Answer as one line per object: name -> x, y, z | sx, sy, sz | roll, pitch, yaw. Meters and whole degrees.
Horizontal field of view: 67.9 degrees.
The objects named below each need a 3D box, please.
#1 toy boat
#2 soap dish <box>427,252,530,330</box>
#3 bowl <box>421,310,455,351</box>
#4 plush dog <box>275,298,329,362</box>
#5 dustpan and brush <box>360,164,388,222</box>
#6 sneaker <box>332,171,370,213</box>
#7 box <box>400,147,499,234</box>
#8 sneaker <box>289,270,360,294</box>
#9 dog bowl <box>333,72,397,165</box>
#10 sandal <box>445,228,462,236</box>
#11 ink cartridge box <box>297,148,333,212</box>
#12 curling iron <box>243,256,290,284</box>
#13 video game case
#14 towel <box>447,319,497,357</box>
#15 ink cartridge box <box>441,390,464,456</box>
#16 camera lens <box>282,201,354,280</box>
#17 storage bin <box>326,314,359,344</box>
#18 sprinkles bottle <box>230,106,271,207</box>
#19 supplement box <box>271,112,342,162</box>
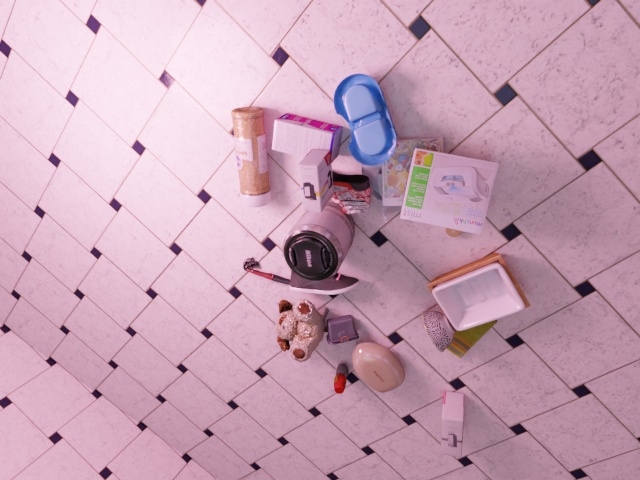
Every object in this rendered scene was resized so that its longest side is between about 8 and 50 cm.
toy boat -> 0.191, 0.555, 2.066 | 0.318, 0.148, 0.268 | -28, 110, 22
soap dish -> 0.572, 0.186, 1.733 | 0.290, 0.118, 0.229 | -27, 105, 29
bowl -> 0.466, 0.335, 1.827 | 0.080, 0.170, 0.170 | -29, 105, 20
plush dog -> -0.095, 0.371, 2.056 | 0.225, 0.210, 0.263 | 5, 91, 33
dustpan and brush -> 0.226, -0.170, 1.695 | 0.147, 0.060, 0.211 | -3, 115, 21
sneaker -> 0.057, -0.173, 1.727 | 0.269, 0.090, 0.145 | 12, 132, 27
box -> 0.406, -0.160, 1.530 | 0.261, 0.127, 0.231 | 13, 101, 8
sneaker -> 0.010, 0.130, 1.909 | 0.295, 0.104, 0.147 | 0, 109, 14
dog bowl -> 0.155, -0.395, 1.561 | 0.165, 0.074, 0.298 | -17, 98, 28
sandal -> 0.498, -0.101, 1.627 | 0.088, 0.079, 0.240 | 23, 122, 6
ink cartridge box -> -0.012, -0.200, 1.595 | 0.072, 0.127, 0.175 | 8, 127, 20
curling iron -> -0.210, 0.145, 2.032 | 0.273, 0.035, 0.068 | 23, 122, 6
video game case -> 0.312, -0.230, 1.618 | 0.206, 0.026, 0.227 | 0, 105, 12
towel -> 0.586, 0.369, 1.884 | 0.102, 0.021, 0.237 | 32, 122, 0
ink cartridge box -> 0.565, 0.784, 2.033 | 0.092, 0.159, 0.218 | 4, 119, 17
camera lens -> 0.000, 0.000, 1.739 | 0.219, 0.274, 0.220 | 8, 119, 15
storage bin -> 0.088, 0.374, 2.003 | 0.135, 0.098, 0.091 | -12, 105, -6
sprinkles bottle -> -0.253, -0.305, 1.755 | 0.121, 0.121, 0.356 | 7, 119, 16
supplement box -> -0.046, -0.357, 1.660 | 0.219, 0.111, 0.114 | 15, 121, 11
